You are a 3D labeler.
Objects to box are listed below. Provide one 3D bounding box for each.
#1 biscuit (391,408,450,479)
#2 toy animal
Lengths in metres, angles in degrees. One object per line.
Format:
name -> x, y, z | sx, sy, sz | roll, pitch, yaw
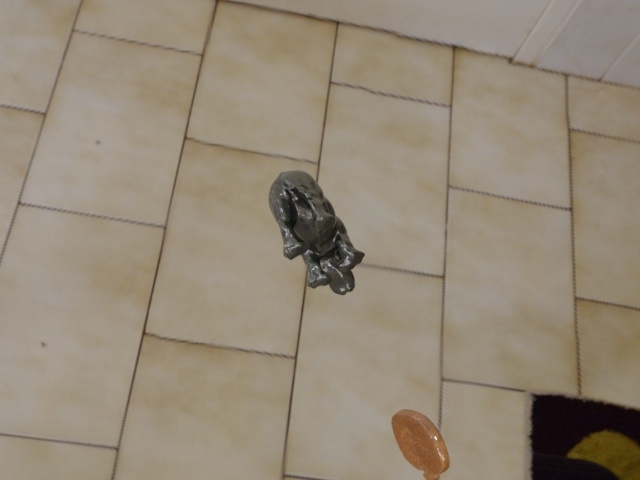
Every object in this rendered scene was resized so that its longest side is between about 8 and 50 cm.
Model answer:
biscuit -> 0.105, 0.212, 0.748 | 0.015, 0.091, 0.078 | -22, 94, -23
toy animal -> 0.000, 0.000, 0.531 | 0.047, 0.136, 0.065 | -30, 56, 4
